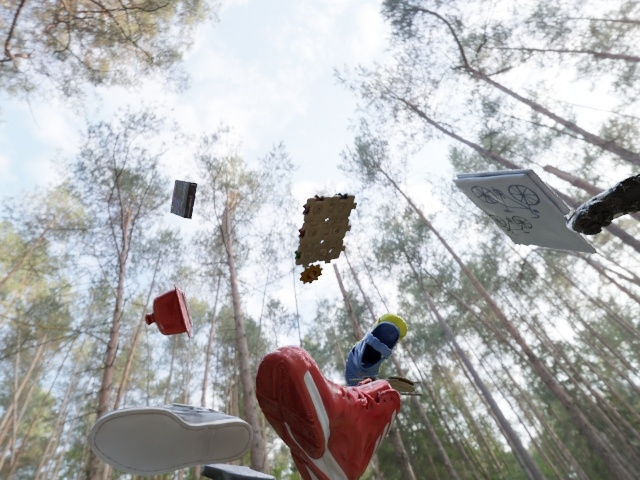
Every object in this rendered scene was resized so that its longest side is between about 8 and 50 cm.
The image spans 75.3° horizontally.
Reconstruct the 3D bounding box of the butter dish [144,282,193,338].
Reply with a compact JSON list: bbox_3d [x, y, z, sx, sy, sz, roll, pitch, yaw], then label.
[{"bbox_3d":[-0.430,0.207,1.164,0.118,0.160,0.160,-15,-93,-18],"label":"butter dish"}]

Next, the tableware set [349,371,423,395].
[{"bbox_3d":[0.200,0.423,1.242,0.128,0.039,0.194,37,-36,-28],"label":"tableware set"}]

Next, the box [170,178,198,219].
[{"bbox_3d":[-0.437,-0.133,1.321,0.029,0.162,0.116,7,-85,-37],"label":"box"}]

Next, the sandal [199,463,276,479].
[{"bbox_3d":[-0.165,0.451,0.767,0.097,0.054,0.254,17,-28,-21],"label":"sandal"}]

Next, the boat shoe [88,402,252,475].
[{"bbox_3d":[-0.188,0.246,0.528,0.206,0.065,0.075,22,-104,-36],"label":"boat shoe"}]

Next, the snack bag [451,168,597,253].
[{"bbox_3d":[0.585,-0.082,1.201,0.342,0.323,0.037,40,-97,-15],"label":"snack bag"}]

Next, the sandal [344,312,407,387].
[{"bbox_3d":[0.155,0.375,1.341,0.126,0.138,0.317,32,-60,15],"label":"sandal"}]

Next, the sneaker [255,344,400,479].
[{"bbox_3d":[0.016,0.164,0.437,0.128,0.087,0.221,-40,-48,-36],"label":"sneaker"}]

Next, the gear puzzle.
[{"bbox_3d":[0.000,0.000,1.270,0.176,0.044,0.338,-8,-51,-28],"label":"gear puzzle"}]

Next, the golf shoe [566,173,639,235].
[{"bbox_3d":[0.614,-0.079,0.879,0.198,0.094,0.077,-26,-93,3],"label":"golf shoe"}]
